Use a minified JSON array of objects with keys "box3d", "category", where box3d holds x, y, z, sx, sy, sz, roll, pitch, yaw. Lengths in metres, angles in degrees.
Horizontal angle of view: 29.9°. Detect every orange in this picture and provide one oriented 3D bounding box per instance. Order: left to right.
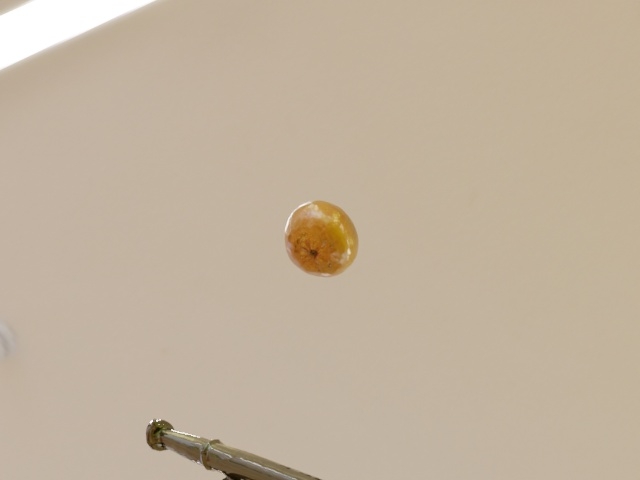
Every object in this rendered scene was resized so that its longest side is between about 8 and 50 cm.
[{"box3d":[0.000,0.000,1.268,0.083,0.070,0.083,13,-52,17],"category":"orange"}]

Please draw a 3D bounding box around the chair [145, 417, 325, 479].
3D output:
[{"box3d":[0.041,0.370,0.885,0.410,0.362,0.364,-12,-47,46],"category":"chair"}]
